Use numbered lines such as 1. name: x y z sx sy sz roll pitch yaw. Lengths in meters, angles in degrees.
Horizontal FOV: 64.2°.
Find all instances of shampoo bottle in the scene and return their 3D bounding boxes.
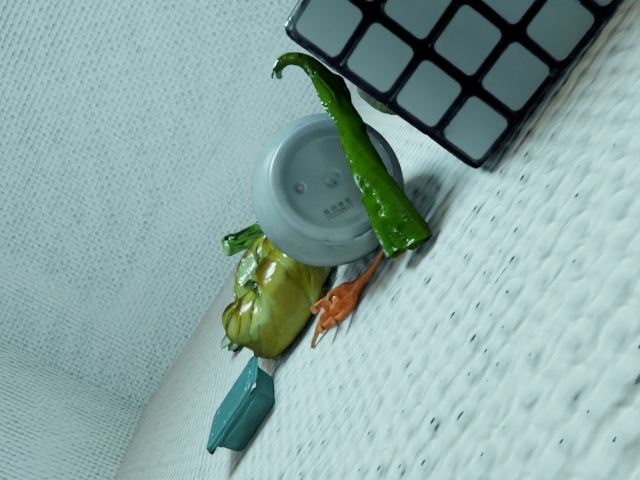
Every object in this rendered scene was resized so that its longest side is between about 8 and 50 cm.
1. shampoo bottle: 0.011 -0.086 0.949 0.273 0.273 0.266 -60 0 -6

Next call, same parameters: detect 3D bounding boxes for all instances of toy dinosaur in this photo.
1. toy dinosaur: 0.038 0.100 0.895 0.101 0.055 0.279 -38 -10 -49

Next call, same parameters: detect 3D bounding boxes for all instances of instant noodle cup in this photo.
1. instant noodle cup: -0.157 0.343 1.053 0.179 0.070 0.157 -58 11 7

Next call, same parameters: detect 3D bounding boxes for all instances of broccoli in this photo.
1. broccoli: -0.174 -0.056 1.559 0.177 0.274 0.198 116 146 -57

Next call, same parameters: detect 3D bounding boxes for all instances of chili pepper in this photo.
1. chili pepper: 0.050 -0.139 0.788 0.085 0.359 0.076 -33 -5 32

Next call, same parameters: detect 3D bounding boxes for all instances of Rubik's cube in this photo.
1. Rubik's cube: 0.179 -0.363 0.783 0.337 0.343 0.344 -54 13 16

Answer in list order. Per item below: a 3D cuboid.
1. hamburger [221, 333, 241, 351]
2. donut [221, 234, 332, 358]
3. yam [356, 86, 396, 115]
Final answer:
1. hamburger: -0.256 0.285 1.600 0.140 0.062 0.133 -55 9 24
2. donut: -0.109 0.104 1.213 0.360 0.170 0.360 -53 15 22
3. yam: 0.197 -0.386 1.114 0.271 0.202 0.201 -172 87 -71
